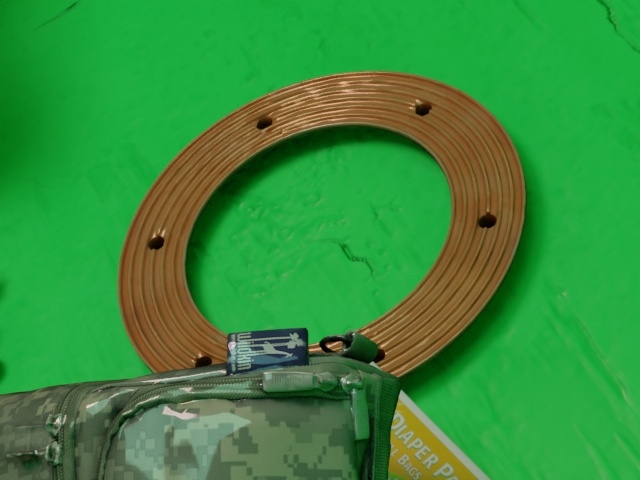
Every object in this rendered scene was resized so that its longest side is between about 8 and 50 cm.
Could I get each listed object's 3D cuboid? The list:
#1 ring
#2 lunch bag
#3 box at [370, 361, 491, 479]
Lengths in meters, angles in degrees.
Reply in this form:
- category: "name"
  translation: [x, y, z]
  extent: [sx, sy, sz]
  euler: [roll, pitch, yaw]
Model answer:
- category: "ring"
  translation: [0.000, 0.000, 1.538]
  extent: [0.336, 0.032, 0.336]
  euler: [-12, 49, 14]
- category: "lunch bag"
  translation: [-0.066, 0.216, 1.181]
  extent: [0.256, 0.212, 0.305]
  euler: [-8, 80, 28]
- category: "box"
  translation: [0.058, 0.190, 1.301]
  extent: [0.114, 0.103, 0.203]
  euler: [-38, 47, -10]
